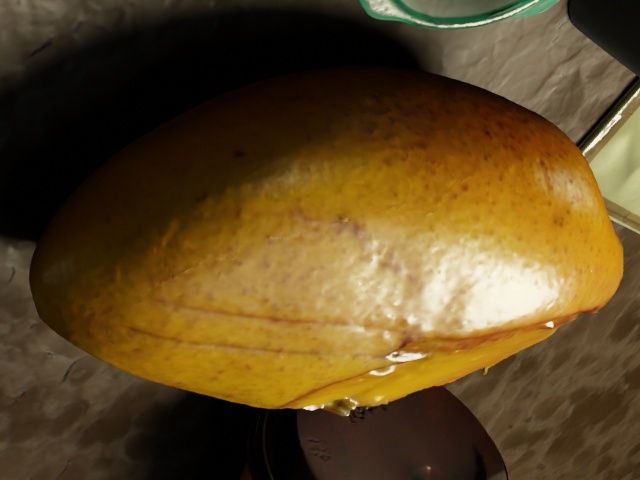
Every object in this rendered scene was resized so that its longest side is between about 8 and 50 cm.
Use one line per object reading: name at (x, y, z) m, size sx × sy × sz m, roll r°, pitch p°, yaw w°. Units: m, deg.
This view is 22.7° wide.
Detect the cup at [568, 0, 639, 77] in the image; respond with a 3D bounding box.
cup at (0.207, -0.148, 1.000) m, size 0.078 × 0.077 × 0.100 m, roll -39°, pitch 145°, yaw -1°

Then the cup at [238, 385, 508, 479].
cup at (0.003, 0.225, 1.155) m, size 0.196 × 0.196 × 0.280 m, roll -7°, pitch 143°, yaw -37°

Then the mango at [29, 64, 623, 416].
mango at (0.000, 0.000, 0.909) m, size 0.350 × 0.201 × 0.199 m, roll -1°, pitch 94°, yaw -31°

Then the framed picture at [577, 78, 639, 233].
framed picture at (0.284, -0.104, 1.177) m, size 0.231 × 0.010 × 0.173 m, roll -49°, pitch 144°, yaw 14°

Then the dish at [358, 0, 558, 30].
dish at (0.098, -0.219, 0.822) m, size 0.246 × 0.078 × 0.224 m, roll -40°, pitch 145°, yaw 3°
